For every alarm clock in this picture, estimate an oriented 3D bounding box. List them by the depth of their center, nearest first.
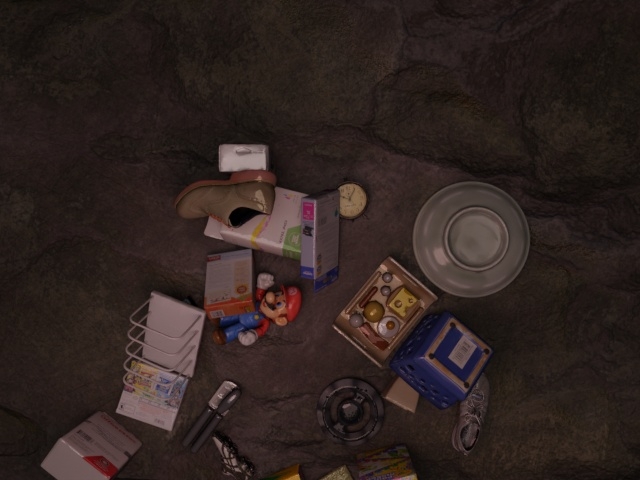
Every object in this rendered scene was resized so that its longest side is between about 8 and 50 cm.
[{"bbox_3d":[0.096,-0.155,1.920,0.129,0.064,0.192,-9,91,2],"label":"alarm clock"}]

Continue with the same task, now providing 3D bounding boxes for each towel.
[{"bbox_3d":[0.047,0.839,1.910,0.148,0.027,0.110,-31,87,-7],"label":"towel"}]

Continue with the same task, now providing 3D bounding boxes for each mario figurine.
[{"bbox_3d":[-0.217,0.224,1.868,0.320,0.170,0.198,-22,91,3],"label":"mario figurine"}]

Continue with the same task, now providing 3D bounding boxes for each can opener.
[{"bbox_3d":[-0.371,0.596,1.908,0.074,0.093,0.280,37,95,1],"label":"can opener"}]

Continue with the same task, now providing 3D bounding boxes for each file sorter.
[{"bbox_3d":[-0.511,0.344,1.811,0.192,0.173,0.278,21,119,8],"label":"file sorter"}]

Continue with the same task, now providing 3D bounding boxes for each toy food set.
[{"bbox_3d":[0.217,0.239,1.893,0.219,0.092,0.306,40,91,2],"label":"toy food set"}]

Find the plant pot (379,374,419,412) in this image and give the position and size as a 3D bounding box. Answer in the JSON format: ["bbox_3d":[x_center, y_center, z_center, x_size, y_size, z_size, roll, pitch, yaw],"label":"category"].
[{"bbox_3d":[0.275,0.504,1.885,0.109,0.109,0.096,27,77,2],"label":"plant pot"}]

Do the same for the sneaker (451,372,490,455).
[{"bbox_3d":[0.511,0.575,1.865,0.105,0.115,0.281,9,89,2],"label":"sneaker"}]

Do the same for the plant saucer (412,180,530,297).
[{"bbox_3d":[0.512,-0.005,1.888,0.400,0.100,0.401,0,88,2],"label":"plant saucer"}]

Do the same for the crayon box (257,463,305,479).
[{"bbox_3d":[-0.149,0.987,1.879,0.313,0.106,0.363,-22,88,1],"label":"crayon box"}]

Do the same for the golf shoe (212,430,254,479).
[{"bbox_3d":[-0.313,0.739,1.905,0.094,0.077,0.198,-41,87,1],"label":"golf shoe"}]

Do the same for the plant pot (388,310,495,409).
[{"bbox_3d":[0.397,0.373,1.792,0.236,0.212,0.236,40,67,3],"label":"plant pot"}]

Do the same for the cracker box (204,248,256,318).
[{"bbox_3d":[-0.295,0.139,1.856,0.155,0.067,0.232,-9,46,2],"label":"cracker box"}]

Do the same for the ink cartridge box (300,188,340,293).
[{"bbox_3d":[0.000,0.000,1.834,0.065,0.185,0.311,6,106,26],"label":"ink cartridge box"}]

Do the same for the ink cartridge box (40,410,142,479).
[{"bbox_3d":[-0.728,0.689,1.822,0.197,0.273,0.114,37,94,2],"label":"ink cartridge box"}]

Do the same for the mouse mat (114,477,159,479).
[{"bbox_3d":[-0.641,0.900,1.946,0.189,0.007,0.153,2,89,1],"label":"mouse mat"}]

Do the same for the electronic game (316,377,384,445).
[{"bbox_3d":[0.101,0.581,1.911,0.229,0.048,0.229,0,90,3],"label":"electronic game"}]

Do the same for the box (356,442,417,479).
[{"bbox_3d":[0.233,0.846,1.786,0.177,0.279,0.290,-13,89,2],"label":"box"}]

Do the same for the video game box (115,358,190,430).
[{"bbox_3d":[-0.573,0.527,1.932,0.205,0.048,0.187,19,91,2],"label":"video game box"}]

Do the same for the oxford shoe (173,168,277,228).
[{"bbox_3d":[-0.309,-0.107,1.744,0.396,0.140,0.147,-13,70,34],"label":"oxford shoe"}]

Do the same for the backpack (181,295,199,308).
[{"bbox_3d":[-0.468,0.264,1.917,0.114,0.084,0.105,-38,86,3],"label":"backpack"}]

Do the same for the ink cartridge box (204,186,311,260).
[{"bbox_3d":[-0.204,-0.079,1.881,0.353,0.119,0.207,13,76,2],"label":"ink cartridge box"}]

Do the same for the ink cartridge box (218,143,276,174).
[{"bbox_3d":[-0.236,-0.256,1.854,0.158,0.218,0.092,1,88,2],"label":"ink cartridge box"}]
